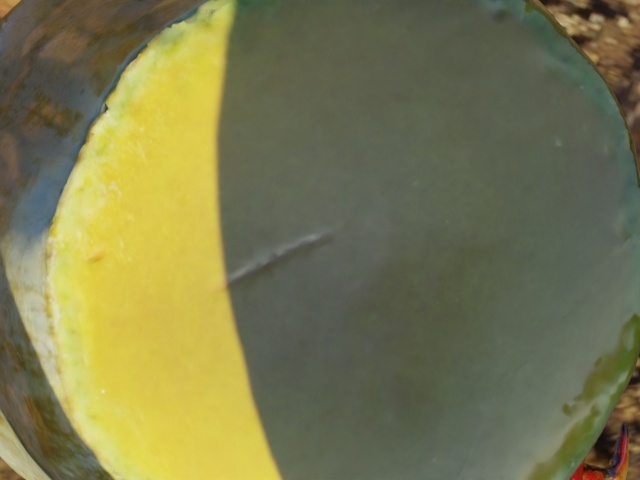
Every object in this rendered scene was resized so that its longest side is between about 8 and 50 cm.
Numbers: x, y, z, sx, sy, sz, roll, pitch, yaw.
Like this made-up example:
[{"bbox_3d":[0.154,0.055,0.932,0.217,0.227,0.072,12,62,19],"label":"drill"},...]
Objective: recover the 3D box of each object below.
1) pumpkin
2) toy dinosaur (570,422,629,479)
[{"bbox_3d":[0.000,0.000,0.809,0.199,0.332,0.332,-177,91,-67],"label":"pumpkin"},{"bbox_3d":[0.148,0.147,1.302,0.113,0.206,0.327,0,98,36],"label":"toy dinosaur"}]
